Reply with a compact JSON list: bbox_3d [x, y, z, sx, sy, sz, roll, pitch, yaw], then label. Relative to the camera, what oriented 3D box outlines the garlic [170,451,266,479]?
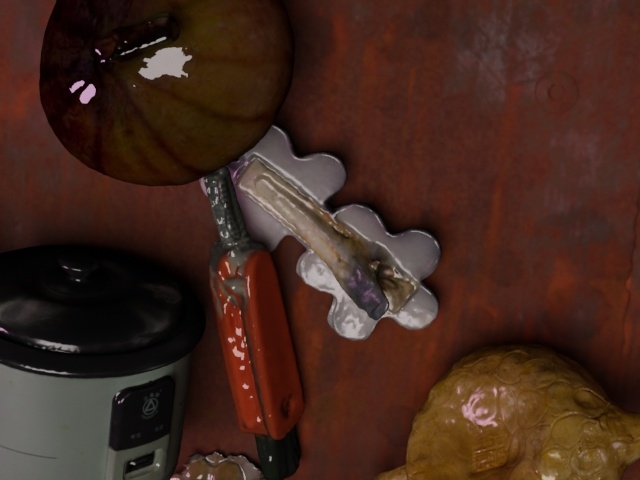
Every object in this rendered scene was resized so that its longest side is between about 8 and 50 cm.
[{"bbox_3d":[-0.097,0.287,1.493,0.207,0.207,0.256,34,139,1],"label":"garlic"}]

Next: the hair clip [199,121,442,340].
[{"bbox_3d":[0.003,-0.003,1.450,0.257,0.075,0.146,43,124,5],"label":"hair clip"}]

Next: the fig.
[{"bbox_3d":[-0.143,-0.164,1.363,0.235,0.214,0.235,19,117,42],"label":"fig"}]

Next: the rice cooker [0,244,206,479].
[{"bbox_3d":[-0.231,0.117,1.432,0.241,0.280,0.227,32,122,42],"label":"rice cooker"}]

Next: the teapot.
[{"bbox_3d":[0.186,0.209,1.429,0.311,0.203,0.167,-25,143,37],"label":"teapot"}]

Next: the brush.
[{"bbox_3d":[-0.061,0.083,1.463,0.051,0.070,0.323,2,116,34],"label":"brush"}]
